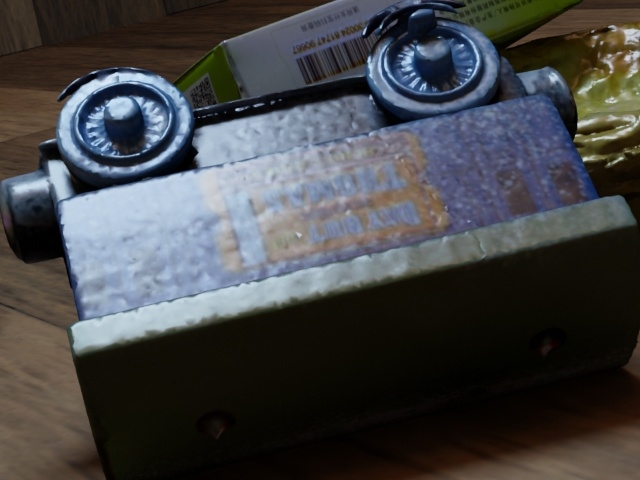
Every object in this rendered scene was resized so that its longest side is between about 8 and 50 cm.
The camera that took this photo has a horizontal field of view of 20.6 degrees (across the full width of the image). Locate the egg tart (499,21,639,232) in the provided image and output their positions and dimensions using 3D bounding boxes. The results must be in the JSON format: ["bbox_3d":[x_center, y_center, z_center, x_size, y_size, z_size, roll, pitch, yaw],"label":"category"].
[{"bbox_3d":[0.187,-0.057,1.086,0.294,0.123,0.294,-11,16,3],"label":"egg tart"}]

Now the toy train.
[{"bbox_3d":[0.000,0.000,0.871,0.299,0.131,0.202,-14,51,-7],"label":"toy train"}]

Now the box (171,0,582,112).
[{"bbox_3d":[0.022,-0.119,1.166,0.260,0.062,0.175,-23,-2,-27],"label":"box"}]
